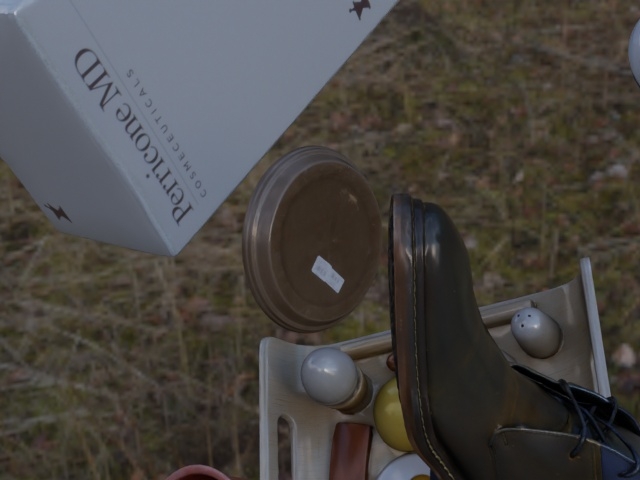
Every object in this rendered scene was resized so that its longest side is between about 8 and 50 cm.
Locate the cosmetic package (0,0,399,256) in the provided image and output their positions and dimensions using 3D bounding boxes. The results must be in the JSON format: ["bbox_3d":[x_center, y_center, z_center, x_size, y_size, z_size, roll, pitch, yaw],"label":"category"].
[{"bbox_3d":[-0.082,-0.229,0.920,0.161,0.230,0.453,11,52,41],"label":"cosmetic package"}]

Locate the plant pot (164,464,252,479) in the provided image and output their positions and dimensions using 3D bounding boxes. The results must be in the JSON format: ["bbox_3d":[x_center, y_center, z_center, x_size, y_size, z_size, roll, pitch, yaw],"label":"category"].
[{"bbox_3d":[-0.054,0.424,1.431,0.265,0.272,0.272,12,9,-41],"label":"plant pot"}]

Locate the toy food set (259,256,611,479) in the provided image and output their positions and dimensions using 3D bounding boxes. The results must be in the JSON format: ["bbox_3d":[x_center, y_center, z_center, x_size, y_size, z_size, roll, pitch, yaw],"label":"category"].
[{"bbox_3d":[0.090,0.149,0.934,0.306,0.092,0.220,-16,58,24],"label":"toy food set"}]

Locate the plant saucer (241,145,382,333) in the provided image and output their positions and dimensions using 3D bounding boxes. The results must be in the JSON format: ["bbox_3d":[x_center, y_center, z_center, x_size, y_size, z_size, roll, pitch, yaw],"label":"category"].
[{"bbox_3d":[0.000,0.000,1.669,0.041,0.278,0.278,6,22,44],"label":"plant saucer"}]

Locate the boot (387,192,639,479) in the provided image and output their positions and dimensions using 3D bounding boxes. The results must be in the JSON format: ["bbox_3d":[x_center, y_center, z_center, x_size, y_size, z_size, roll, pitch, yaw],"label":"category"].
[{"bbox_3d":[0.091,0.070,0.489,0.106,0.219,0.082,-9,30,9],"label":"boot"}]

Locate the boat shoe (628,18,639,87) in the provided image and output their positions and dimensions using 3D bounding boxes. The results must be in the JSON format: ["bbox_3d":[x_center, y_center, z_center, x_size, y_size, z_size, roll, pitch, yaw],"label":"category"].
[{"bbox_3d":[0.160,-0.037,0.377,0.142,0.049,0.040,20,-13,-11],"label":"boat shoe"}]
